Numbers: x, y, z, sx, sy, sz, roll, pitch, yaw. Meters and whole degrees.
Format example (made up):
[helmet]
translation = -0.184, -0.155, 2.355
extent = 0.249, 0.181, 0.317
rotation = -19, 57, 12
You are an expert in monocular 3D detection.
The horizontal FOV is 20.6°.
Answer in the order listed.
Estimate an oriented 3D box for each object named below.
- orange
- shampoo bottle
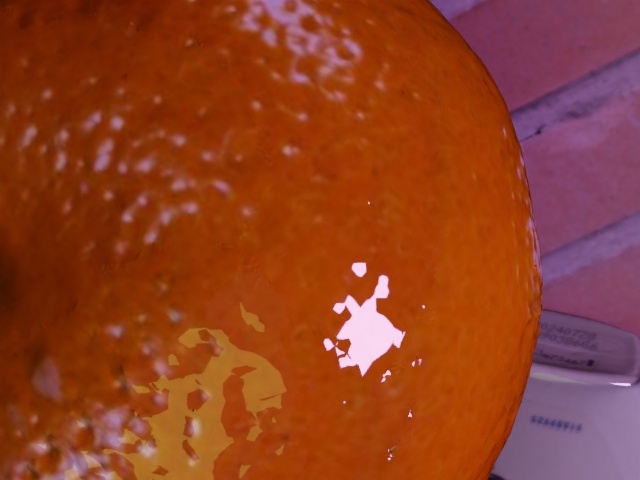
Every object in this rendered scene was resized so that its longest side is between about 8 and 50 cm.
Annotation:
[orange]
translation = -0.084, 0.026, 0.932
extent = 0.424, 0.326, 0.423
rotation = -3, 82, 26
[shampoo bottle]
translation = 0.132, 0.220, 1.112
extent = 0.134, 0.078, 0.359
rotation = 10, 116, 7
